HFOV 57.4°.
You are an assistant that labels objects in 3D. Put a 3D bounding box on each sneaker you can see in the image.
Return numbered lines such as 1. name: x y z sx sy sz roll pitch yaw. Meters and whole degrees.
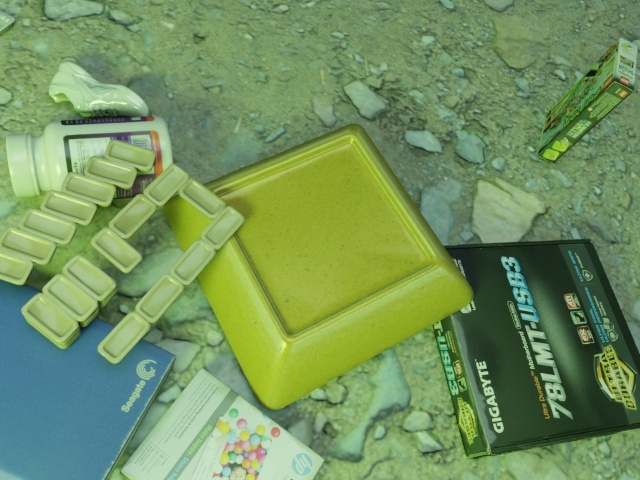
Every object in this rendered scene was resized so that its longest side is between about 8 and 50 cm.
1. sneaker: -0.320 -0.201 0.851 0.152 0.054 0.061 22 68 1

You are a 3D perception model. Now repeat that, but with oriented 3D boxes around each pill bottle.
1. pill bottle: -0.299 -0.105 0.769 0.193 0.108 0.108 -7 66 -21

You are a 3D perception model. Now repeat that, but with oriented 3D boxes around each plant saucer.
1. plant saucer: 0.000 0.000 0.786 0.332 0.081 0.333 -25 71 -17

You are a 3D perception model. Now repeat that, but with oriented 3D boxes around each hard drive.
1. hard drive: -0.349 0.144 0.636 0.318 0.040 0.210 26 43 -3

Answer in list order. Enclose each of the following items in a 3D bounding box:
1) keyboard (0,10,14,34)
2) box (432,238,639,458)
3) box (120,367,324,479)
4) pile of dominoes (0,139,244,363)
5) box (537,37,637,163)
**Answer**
1. keyboard: -0.551 -0.259 0.824 0.072 0.014 0.256 32 58 0
2. box: 0.315 0.145 0.858 0.293 0.073 0.296 -1 63 -19
3. box: -0.111 0.263 0.680 0.186 0.038 0.145 37 59 2
4. pile of dominoes: -0.242 0.006 0.695 0.196 0.040 0.251 39 63 0
5. box: 0.462 -0.238 1.020 0.036 0.207 0.114 25 59 -4
